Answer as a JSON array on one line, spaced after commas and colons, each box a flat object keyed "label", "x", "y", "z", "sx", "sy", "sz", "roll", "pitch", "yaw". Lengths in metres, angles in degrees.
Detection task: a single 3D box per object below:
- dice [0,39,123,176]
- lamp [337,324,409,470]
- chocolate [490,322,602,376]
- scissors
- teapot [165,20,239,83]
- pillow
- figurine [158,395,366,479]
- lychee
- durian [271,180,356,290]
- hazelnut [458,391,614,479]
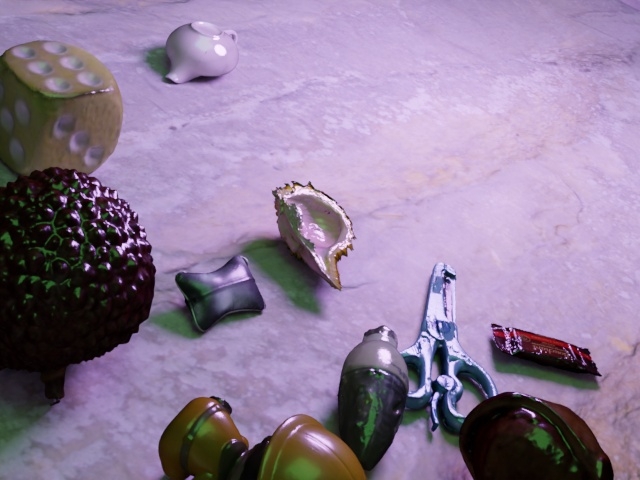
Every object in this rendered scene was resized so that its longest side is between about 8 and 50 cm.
[{"label": "dice", "x": -0.429, "y": -0.207, "z": 1.760, "sx": 0.169, "sy": 0.169, "sz": 0.166, "roll": 40, "pitch": 40, "yaw": 27}, {"label": "lamp", "x": 0.069, "y": 0.210, "z": 1.487, "sx": 0.101, "sy": 0.101, "sz": 0.250, "roll": 17, "pitch": 42, "yaw": -3}, {"label": "chocolate", "x": 0.354, "y": 0.175, "z": 1.735, "sx": 0.183, "sy": 0.028, "sz": 0.086, "roll": 12, "pitch": 28, "yaw": -12}, {"label": "scissors", "x": 0.188, "y": 0.149, "z": 1.685, "sx": 0.180, "sy": 0.032, "sz": 0.393, "roll": 18, "pitch": 34, "yaw": -3}, {"label": "teapot", "x": -0.226, "y": -0.381, "z": 2.174, "sx": 0.145, "sy": 0.092, "sz": 0.226, "roll": 33, "pitch": 33, "yaw": 18}, {"label": "pillow", "x": -0.145, "y": 0.075, "z": 1.607, "sx": 0.136, "sy": 0.055, "sz": 0.091, "roll": -16, "pitch": 50, "yaw": -38}, {"label": "figurine", "x": -0.066, "y": 0.276, "z": 1.275, "sx": 0.257, "sy": 0.167, "sz": 0.192, "roll": 25, "pitch": 48, "yaw": 12}, {"label": "lychee", "x": -0.340, "y": 0.055, "z": 1.389, "sx": 0.264, "sy": 0.300, "sz": 0.264, "roll": 2, "pitch": -2, "yaw": 0}, {"label": "durian", "x": -0.011, "y": 0.006, "z": 1.758, "sx": 0.140, "sy": 0.078, "sz": 0.224, "roll": 12, "pitch": 44, "yaw": -32}, {"label": "hazelnut", "x": 0.280, "y": 0.290, "z": 1.411, "sx": 0.161, "sy": 0.170, "sz": 0.201, "roll": -5, "pitch": 31, "yaw": -29}]
